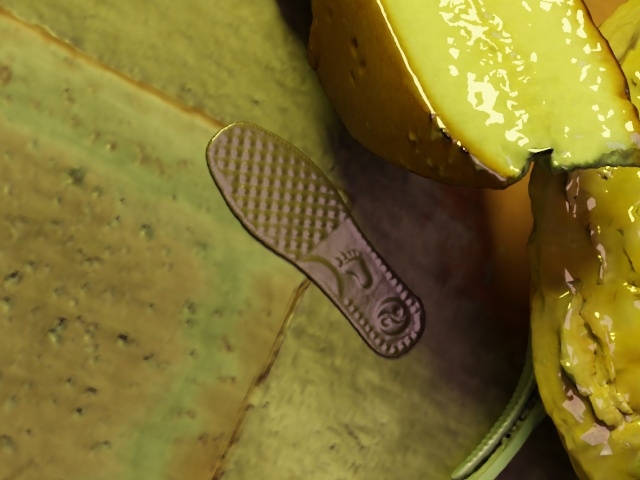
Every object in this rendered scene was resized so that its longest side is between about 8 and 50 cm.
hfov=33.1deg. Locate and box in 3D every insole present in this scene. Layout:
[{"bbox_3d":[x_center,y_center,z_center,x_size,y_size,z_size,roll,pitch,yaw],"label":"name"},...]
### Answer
[{"bbox_3d":[0.000,0.000,0.489,0.045,0.002,0.135,-44,102,-15],"label":"insole"}]

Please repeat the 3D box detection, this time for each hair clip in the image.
[{"bbox_3d":[0.089,0.074,0.506,0.039,0.030,0.115,37,74,5],"label":"hair clip"}]

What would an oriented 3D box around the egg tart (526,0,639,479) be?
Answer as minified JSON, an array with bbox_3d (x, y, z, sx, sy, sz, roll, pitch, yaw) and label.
[{"bbox_3d":[0.221,0.014,0.484,0.294,0.123,0.294,4,82,-30],"label":"egg tart"}]

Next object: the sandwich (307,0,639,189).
[{"bbox_3d":[0.036,-0.112,0.450,0.090,0.088,0.244,-18,72,-17],"label":"sandwich"}]
